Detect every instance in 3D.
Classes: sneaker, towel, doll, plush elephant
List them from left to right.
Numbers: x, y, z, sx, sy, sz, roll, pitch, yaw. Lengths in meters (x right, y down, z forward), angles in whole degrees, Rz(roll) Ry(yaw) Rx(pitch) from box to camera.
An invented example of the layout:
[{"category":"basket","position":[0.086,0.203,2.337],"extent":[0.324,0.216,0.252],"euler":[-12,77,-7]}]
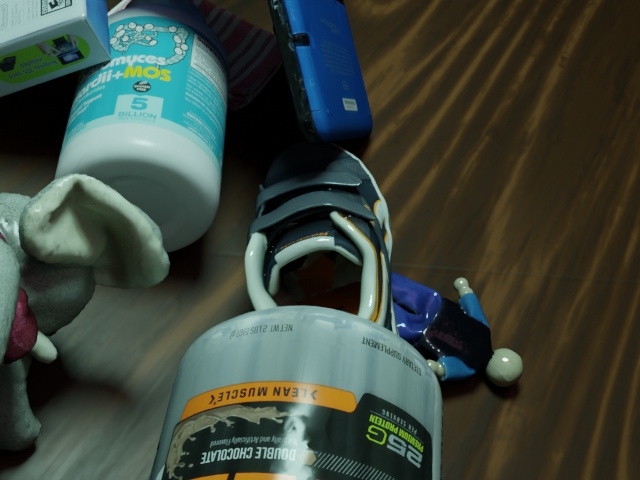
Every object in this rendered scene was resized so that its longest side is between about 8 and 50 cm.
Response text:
[{"category":"plush elephant","position":[-0.268,0.051,0.675],"extent":[0.255,0.272,0.330],"euler":[21,71,-56]},{"category":"towel","position":[-0.143,-0.236,1.100],"extent":[0.197,0.029,0.144],"euler":[28,45,2]},{"category":"sneaker","position":[0.000,0.000,0.858],"extent":[0.126,0.127,0.321],"euler":[-23,48,9]},{"category":"doll","position":[0.114,0.080,0.923],"extent":[0.189,0.046,0.129],"euler":[31,47,5]}]

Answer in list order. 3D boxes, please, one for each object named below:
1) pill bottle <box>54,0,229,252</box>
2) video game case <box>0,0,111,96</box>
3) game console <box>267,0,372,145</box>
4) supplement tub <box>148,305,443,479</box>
[{"category":"pill bottle","position":[-0.163,-0.126,0.916],"extent":[0.146,0.146,0.264],"euler":[11,47,-14]},{"category":"video game case","position":[-0.333,-0.244,0.924],"extent":[0.244,0.061,0.269],"euler":[-17,53,5]},{"category":"game console","position":[-0.072,-0.207,0.973],"extent":[0.293,0.173,0.250],"euler":[-30,107,-75]},{"category":"supplement tub","position":[-0.025,0.228,0.625],"extent":[0.207,0.207,0.338],"euler":[16,47,-9]}]
